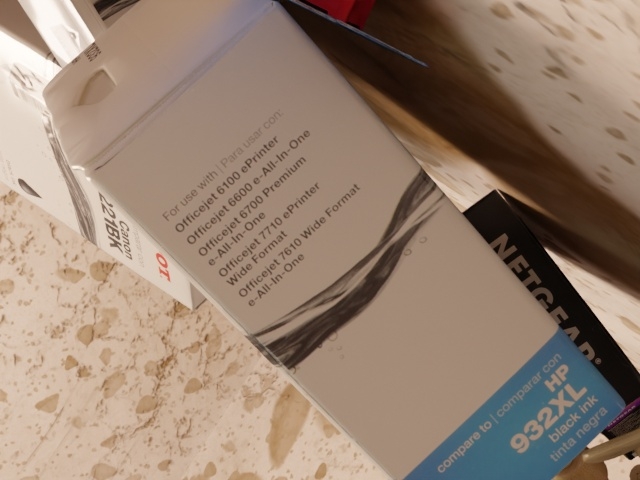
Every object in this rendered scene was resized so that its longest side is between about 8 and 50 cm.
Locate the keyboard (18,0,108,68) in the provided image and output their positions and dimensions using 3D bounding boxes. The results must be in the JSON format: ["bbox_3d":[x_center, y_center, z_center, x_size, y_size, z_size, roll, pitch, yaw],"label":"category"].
[{"bbox_3d":[-0.153,-0.126,0.865,0.072,0.014,0.256,2,128,55],"label":"keyboard"}]

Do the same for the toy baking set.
[{"bbox_3d":[0.225,0.111,0.825,0.256,0.197,0.030,32,-139,-59],"label":"toy baking set"}]

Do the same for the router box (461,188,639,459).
[{"bbox_3d":[0.169,0.060,0.952,0.179,0.046,0.133,56,-173,27],"label":"router box"}]

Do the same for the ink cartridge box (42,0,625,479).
[{"bbox_3d":[0.000,0.000,0.786,0.307,0.129,0.223,47,180,-23],"label":"ink cartridge box"}]

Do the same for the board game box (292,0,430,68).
[{"bbox_3d":[-0.019,-0.127,0.607,0.169,0.033,0.133,20,-170,-36],"label":"board game box"}]

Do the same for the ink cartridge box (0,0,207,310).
[{"bbox_3d":[-0.161,-0.101,1.028,0.273,0.114,0.197,31,146,25],"label":"ink cartridge box"}]
